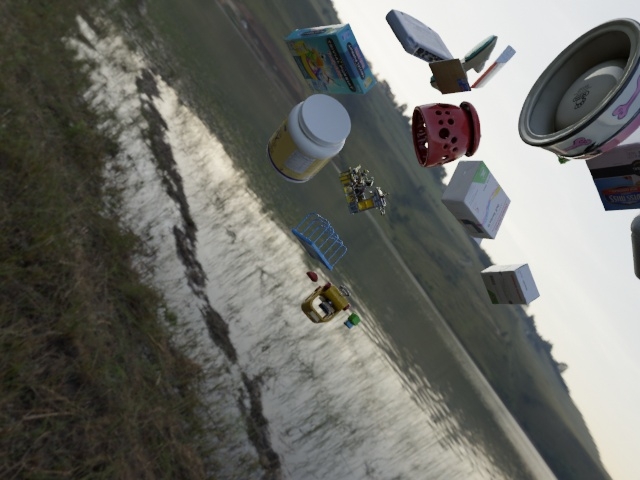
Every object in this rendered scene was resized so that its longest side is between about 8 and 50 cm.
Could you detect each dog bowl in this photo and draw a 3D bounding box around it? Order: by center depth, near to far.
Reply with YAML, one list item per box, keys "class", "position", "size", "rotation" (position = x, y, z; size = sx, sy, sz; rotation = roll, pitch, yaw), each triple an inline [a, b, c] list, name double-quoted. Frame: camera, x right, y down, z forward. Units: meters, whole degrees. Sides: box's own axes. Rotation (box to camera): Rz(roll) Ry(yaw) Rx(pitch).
- class: "dog bowl"
  position: [0.770, -0.409, 1.510]
  size: [0.150, 0.408, 0.408]
  rotation: [30, 14, -17]

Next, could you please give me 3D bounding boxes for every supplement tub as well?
- class: "supplement tub"
  position: [-0.050, -0.397, 2.086]
  size: [0.241, 0.241, 0.331]
  rotation: [54, -34, 0]

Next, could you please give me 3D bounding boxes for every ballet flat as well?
- class: "ballet flat"
  position: [0.468, -0.554, 1.696]
  size: [0.086, 0.248, 0.086]
  rotation: [31, 45, -37]

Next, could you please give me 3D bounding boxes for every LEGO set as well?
- class: "LEGO set"
  position: [0.232, -0.251, 2.585]
  size: [0.331, 0.192, 0.255]
  rotation: [13, 62, -73]

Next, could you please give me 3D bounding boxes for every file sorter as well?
- class: "file sorter"
  position: [0.000, 0.000, 1.873]
  size: [0.118, 0.104, 0.170]
  rotation: [34, -13, 41]

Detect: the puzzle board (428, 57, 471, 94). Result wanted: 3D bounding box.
- class: "puzzle board"
  position: [0.385, -0.486, 1.575]
  size: [0.096, 0.011, 0.128]
  rotation: [3, -30, 37]

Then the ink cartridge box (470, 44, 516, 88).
- class: "ink cartridge box"
  position: [0.738, -0.728, 2.327]
  size: [0.066, 0.232, 0.189]
  rotation: [39, -28, -2]

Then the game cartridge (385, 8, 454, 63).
- class: "game cartridge"
  position: [0.364, -0.736, 1.943]
  size: [0.297, 0.062, 0.198]
  rotation: [3, 51, -44]

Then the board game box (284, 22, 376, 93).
- class: "board game box"
  position: [0.033, -0.704, 2.083]
  size: [0.336, 0.079, 0.254]
  rotation: [20, -29, 50]

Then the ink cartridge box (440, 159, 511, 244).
- class: "ink cartridge box"
  position: [0.660, -0.144, 2.182]
  size: [0.119, 0.207, 0.353]
  rotation: [9, -25, 49]

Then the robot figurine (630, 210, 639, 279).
- class: "robot figurine"
  position: [1.204, 0.020, 1.857]
  size: [0.300, 0.199, 0.354]
  rotation: [-85, 160, -70]

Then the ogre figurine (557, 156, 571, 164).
- class: "ogre figurine"
  position: [0.926, -0.356, 1.979]
  size: [0.197, 0.118, 0.097]
  rotation: [26, 30, -57]

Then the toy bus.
- class: "toy bus"
  position: [0.010, 0.200, 1.616]
  size: [0.190, 0.104, 0.202]
  rotation: [30, -26, 40]

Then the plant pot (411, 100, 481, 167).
- class: "plant pot"
  position: [0.380, -0.323, 1.605]
  size: [0.191, 0.173, 0.191]
  rotation: [173, -90, -87]

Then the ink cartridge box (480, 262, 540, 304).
- class: "ink cartridge box"
  position: [0.825, 0.191, 2.315]
  size: [0.219, 0.092, 0.160]
  rotation: [-13, -79, 66]

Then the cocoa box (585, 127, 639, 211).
- class: "cocoa box"
  position: [1.091, -0.274, 1.736]
  size: [0.228, 0.347, 0.231]
  rotation: [63, -22, -12]
